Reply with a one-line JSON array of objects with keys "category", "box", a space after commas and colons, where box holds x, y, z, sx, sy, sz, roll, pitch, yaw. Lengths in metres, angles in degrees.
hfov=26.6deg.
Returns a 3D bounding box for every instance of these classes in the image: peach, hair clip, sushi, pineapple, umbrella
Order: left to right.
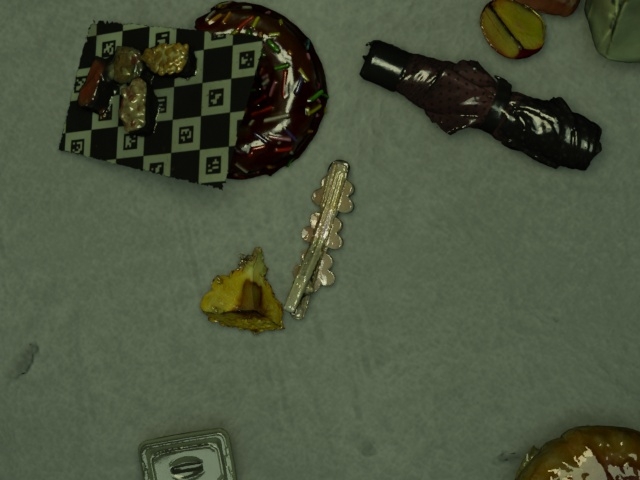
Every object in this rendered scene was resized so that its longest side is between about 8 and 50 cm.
[{"category": "sushi", "box": [-0.217, -0.184, 1.684, 0.279, 0.043, 0.193, 14, 88, 31]}, {"category": "pineapple", "box": [-0.095, 0.061, 1.765, 0.114, 0.077, 0.114, 8, 81, -4]}, {"category": "hair clip", "box": [0.002, 0.001, 1.770, 0.062, 0.056, 0.214, 18, 86, 16]}, {"category": "umbrella", "box": [0.204, -0.178, 1.730, 0.326, 0.090, 0.094, 24, 116, -1]}, {"category": "peach", "box": [0.242, -0.269, 1.740, 0.083, 0.050, 0.077, 19, 64, -16]}]

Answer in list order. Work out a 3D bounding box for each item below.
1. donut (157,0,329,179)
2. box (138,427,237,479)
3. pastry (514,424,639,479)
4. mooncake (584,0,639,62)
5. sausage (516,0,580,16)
[{"category": "donut", "box": [-0.102, -0.184, 1.731, 0.230, 0.096, 0.216, -45, 92, 3]}, {"category": "box", "box": [-0.172, 0.293, 1.786, 0.122, 0.062, 0.089, -10, 94, 3]}, {"category": "pastry", "box": [0.368, 0.355, 1.757, 0.257, 0.121, 0.236, 39, 90, 0]}, {"category": "mooncake", "box": [0.462, -0.334, 1.648, 0.254, 0.136, 0.250, 1, 138, -4]}, {"category": "sausage", "box": [0.214, -0.413, 1.717, 0.087, 0.079, 0.327, -33, 91, 16]}]
